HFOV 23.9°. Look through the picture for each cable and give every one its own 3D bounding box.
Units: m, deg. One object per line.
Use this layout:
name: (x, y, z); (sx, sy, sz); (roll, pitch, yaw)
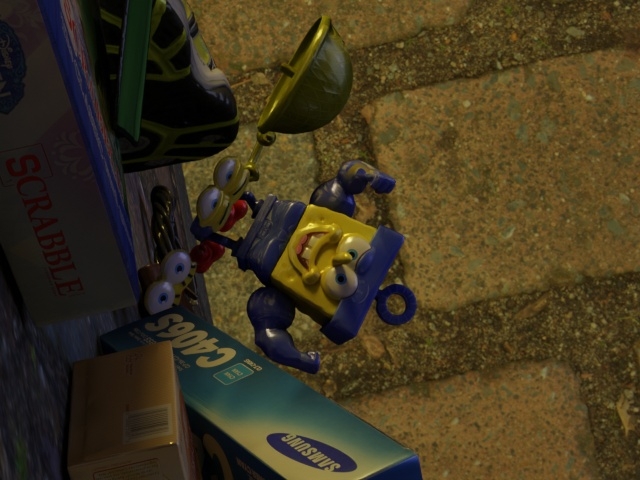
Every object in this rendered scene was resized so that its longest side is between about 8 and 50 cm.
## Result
cable: (-0.191, 0.023, 1.891); (0.150, 0.047, 0.185); (-80, 161, -83)

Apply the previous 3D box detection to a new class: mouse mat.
mouse mat: (-0.112, -0.137, 0.925); (0.189, 0.007, 0.153); (178, -82, -86)

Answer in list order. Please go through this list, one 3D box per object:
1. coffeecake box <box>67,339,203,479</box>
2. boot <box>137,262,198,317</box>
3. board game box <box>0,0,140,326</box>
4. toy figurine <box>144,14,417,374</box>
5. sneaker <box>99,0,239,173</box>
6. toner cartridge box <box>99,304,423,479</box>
coffeecake box: (-0.103, 0.179, 0.943); (0.142, 0.068, 0.186); (-110, -171, -68)
boot: (-0.146, 0.123, 1.528); (0.248, 0.090, 0.207); (84, -19, -82)
board game box: (-0.175, -0.174, 0.822); (0.319, 0.065, 0.318); (80, -4, -48)
toy figurine: (0.000, 0.000, 1.409); (0.363, 0.217, 0.191); (-61, 177, -18)
sneaker: (-0.157, -0.175, 1.312); (0.385, 0.145, 0.147); (88, -11, -69)
toner cartridge box: (-0.041, 0.171, 1.039); (0.348, 0.075, 0.165); (23, -49, 58)
